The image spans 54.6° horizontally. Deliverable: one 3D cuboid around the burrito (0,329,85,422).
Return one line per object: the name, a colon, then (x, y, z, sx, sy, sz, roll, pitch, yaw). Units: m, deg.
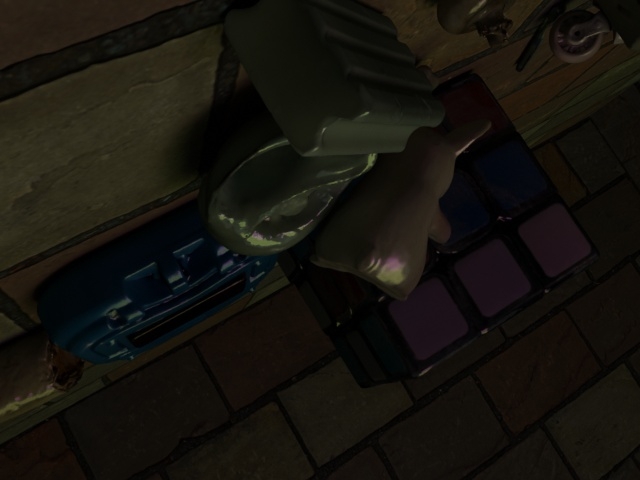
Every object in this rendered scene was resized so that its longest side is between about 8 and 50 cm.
burrito: (-0.487, 0.225, 0.908, 0.299, 0.105, 0.143, -28, -178, -31)

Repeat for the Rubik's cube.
Rubik's cube: (0.155, 0.003, 1.011, 0.362, 0.358, 0.363, -26, 173, -20)

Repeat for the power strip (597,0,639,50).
power strip: (0.377, -0.307, 0.668, 0.139, 0.140, 0.224, -32, 174, 5)

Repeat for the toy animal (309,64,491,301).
toy animal: (0.103, -0.063, 0.745, 0.282, 0.140, 0.138, -60, 167, -23)

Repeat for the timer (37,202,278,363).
timer: (-0.211, 0.061, 0.886, 0.340, 0.115, 0.309, -29, 170, -15)

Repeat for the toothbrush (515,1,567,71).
toothbrush: (0.340, -0.314, 0.970, 0.019, 0.016, 0.219, -39, 172, -2)

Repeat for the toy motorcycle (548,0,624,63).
toy motorcycle: (0.434, -0.330, 0.839, 0.254, 0.112, 0.112, -40, 170, 21)

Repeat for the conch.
conch: (-0.044, -0.069, 0.633, 0.185, 0.121, 0.221, -30, 170, -48)

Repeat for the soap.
soap: (0.024, -0.131, 0.493, 0.066, 0.119, 0.198, -32, 173, 27)

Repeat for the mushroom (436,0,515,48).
mushroom: (0.157, -0.220, 0.590, 0.085, 0.079, 0.085, -31, 170, -6)
